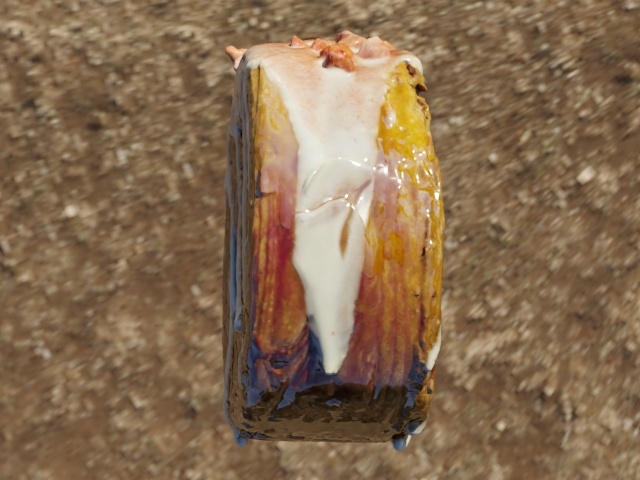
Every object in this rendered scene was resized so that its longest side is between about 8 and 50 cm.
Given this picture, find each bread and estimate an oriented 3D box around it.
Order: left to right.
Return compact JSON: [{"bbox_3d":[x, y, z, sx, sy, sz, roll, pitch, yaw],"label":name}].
[{"bbox_3d":[0.000,0.000,0.629,0.073,0.160,0.160,0,103,-4],"label":"bread"}]
